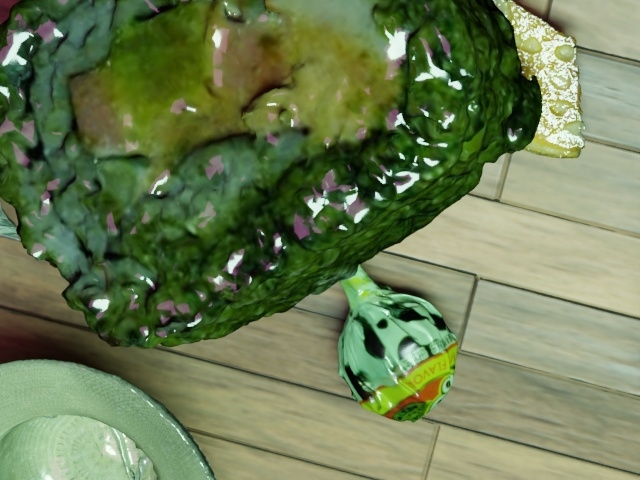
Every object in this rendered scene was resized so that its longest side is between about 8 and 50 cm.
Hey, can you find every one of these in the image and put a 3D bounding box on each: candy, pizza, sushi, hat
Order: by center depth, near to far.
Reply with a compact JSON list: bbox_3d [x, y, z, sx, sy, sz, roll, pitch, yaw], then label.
[{"bbox_3d":[-0.056,-0.105,1.100,0.352,0.178,0.294,-31,82,19],"label":"sushi"},{"bbox_3d":[0.131,-0.123,1.163,0.160,0.036,0.099,30,109,-2],"label":"pizza"},{"bbox_3d":[0.000,0.000,1.213,0.091,0.083,0.305,-32,91,33],"label":"candy"},{"bbox_3d":[-0.187,0.189,1.257,0.257,0.130,0.257,3,108,9],"label":"hat"}]

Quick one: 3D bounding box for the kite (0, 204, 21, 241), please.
[{"bbox_3d":[-0.269,-0.059,1.260,0.157,0.011,0.139,-23,104,15],"label":"kite"}]
